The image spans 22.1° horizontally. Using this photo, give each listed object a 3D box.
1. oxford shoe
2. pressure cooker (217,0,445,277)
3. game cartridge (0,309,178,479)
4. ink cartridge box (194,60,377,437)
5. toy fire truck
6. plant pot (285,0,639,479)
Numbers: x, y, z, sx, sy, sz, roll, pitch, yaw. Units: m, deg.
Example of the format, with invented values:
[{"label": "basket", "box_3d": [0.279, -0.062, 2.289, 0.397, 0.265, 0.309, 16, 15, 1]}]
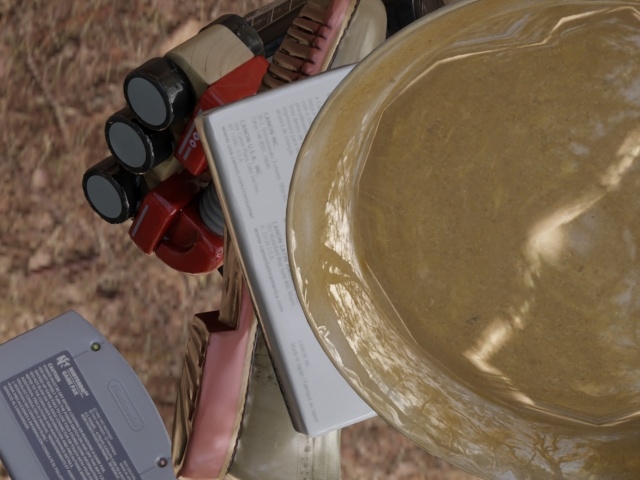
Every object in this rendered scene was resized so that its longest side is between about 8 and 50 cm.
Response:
[{"label": "oxford shoe", "box_3d": [0.000, 0.000, 1.080, 0.130, 0.123, 0.348, 13, 102, -12]}, {"label": "pressure cooker", "box_3d": [-0.009, -0.108, 2.054, 0.420, 0.376, 0.370, -19, 147, 17]}, {"label": "game cartridge", "box_3d": [-0.297, 0.239, 2.015, 0.196, 0.294, 0.060, -28, 161, -15]}, {"label": "ink cartridge box", "box_3d": [0.068, -0.015, 0.908, 0.232, 0.066, 0.189, -19, 98, -11]}, {"label": "toy fire truck", "box_3d": [-0.050, -0.046, 1.407, 0.246, 0.158, 0.217, 45, 141, 9]}, {"label": "plant pot", "box_3d": [0.105, 0.003, 0.607, 0.236, 0.032, 0.236, 7, 126, 10]}]
